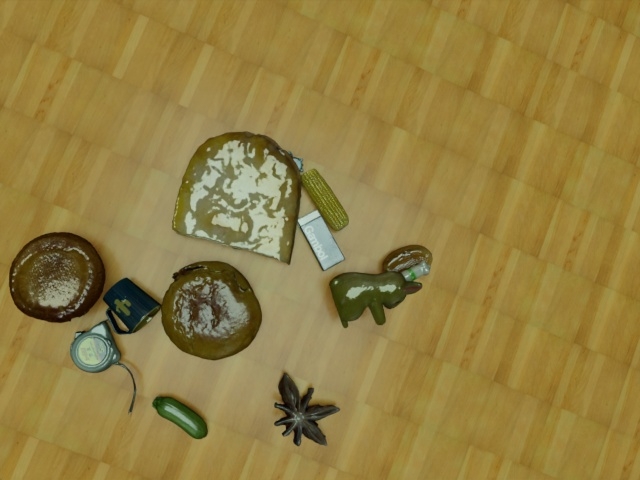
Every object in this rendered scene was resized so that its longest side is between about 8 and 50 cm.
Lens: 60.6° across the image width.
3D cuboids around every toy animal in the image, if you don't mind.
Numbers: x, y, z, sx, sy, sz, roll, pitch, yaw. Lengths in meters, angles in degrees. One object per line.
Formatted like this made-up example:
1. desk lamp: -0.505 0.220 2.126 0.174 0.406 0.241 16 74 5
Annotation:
1. toy animal: 0.213 0.186 1.902 0.363 0.181 0.180 -4 118 -1

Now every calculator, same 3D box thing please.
1. calculator: -0.131 -0.279 1.997 0.141 0.019 0.094 2 87 -8

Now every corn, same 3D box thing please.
1. corn: 0.016 -0.148 1.976 0.081 0.081 0.248 -33 90 -8

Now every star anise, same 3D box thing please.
1. star anise: -0.063 0.611 1.915 0.258 0.111 0.198 32 68 -11

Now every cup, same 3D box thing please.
1. cup: -0.655 0.230 1.858 0.155 0.131 0.176 45 99 2

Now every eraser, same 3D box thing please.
1. eraser: 0.000 0.000 1.983 0.092 0.046 0.212 -29 91 -7

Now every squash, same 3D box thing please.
1. squash: -0.478 0.604 1.878 0.219 0.068 0.077 34 116 -3

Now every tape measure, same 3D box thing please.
1. tape measure: -0.725 0.444 1.846 0.164 0.084 0.330 -21 86 -6

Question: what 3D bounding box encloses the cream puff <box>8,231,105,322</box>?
1. cream puff: -0.852 0.121 1.793 0.303 0.212 0.302 3 77 -11

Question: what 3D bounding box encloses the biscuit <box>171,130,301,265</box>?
1. biscuit: -0.283 -0.163 1.929 0.430 0.104 0.445 9 88 -3

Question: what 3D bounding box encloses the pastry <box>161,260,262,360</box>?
1. pastry: -0.370 0.239 1.868 0.357 0.164 0.355 0 88 -9

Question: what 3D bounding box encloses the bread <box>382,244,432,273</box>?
1. bread: 0.316 0.076 2.004 0.190 0.077 0.114 -14 108 -1
